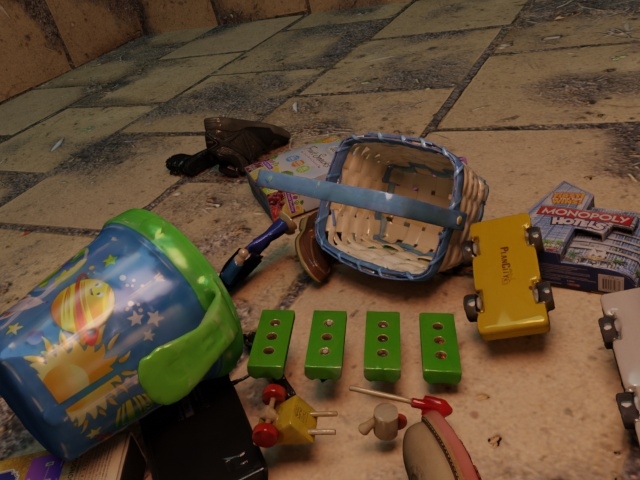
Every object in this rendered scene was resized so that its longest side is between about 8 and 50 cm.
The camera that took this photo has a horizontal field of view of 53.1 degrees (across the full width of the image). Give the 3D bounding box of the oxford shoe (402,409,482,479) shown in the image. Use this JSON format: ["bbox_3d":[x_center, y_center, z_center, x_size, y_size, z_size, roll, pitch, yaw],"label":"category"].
[{"bbox_3d":[0.085,0.276,0.489,0.130,0.123,0.348,-17,28,8],"label":"oxford shoe"}]

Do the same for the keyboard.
[{"bbox_3d":[-0.128,0.196,0.808,0.201,0.033,0.317,-23,32,-12],"label":"keyboard"}]

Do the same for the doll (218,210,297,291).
[{"bbox_3d":[-0.118,0.032,1.013,0.189,0.046,0.129,-46,-3,-14],"label":"doll"}]

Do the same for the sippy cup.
[{"bbox_3d":[-0.246,0.115,0.730,0.240,0.305,0.224,46,54,8],"label":"sippy cup"}]

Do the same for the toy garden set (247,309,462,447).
[{"bbox_3d":[0.038,0.163,0.742,0.244,0.049,0.204,1,31,6],"label":"toy garden set"}]

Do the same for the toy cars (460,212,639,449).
[{"bbox_3d":[0.294,0.099,0.728,0.176,0.087,0.394,-39,39,-11],"label":"toy cars"}]

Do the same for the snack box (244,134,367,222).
[{"bbox_3d":[-0.027,-0.126,1.264,0.207,0.070,0.174,-20,30,-13],"label":"snack box"}]

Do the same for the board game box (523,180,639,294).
[{"bbox_3d":[0.366,-0.012,0.903,0.194,0.060,0.194,9,38,35],"label":"board game box"}]

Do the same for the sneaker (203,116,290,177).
[{"bbox_3d":[-0.167,-0.211,1.469,0.087,0.130,0.227,9,10,43],"label":"sneaker"}]

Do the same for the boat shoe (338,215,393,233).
[{"bbox_3d":[0.067,-0.044,1.112,0.125,0.038,0.046,-12,30,5],"label":"boat shoe"}]

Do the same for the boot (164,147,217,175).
[{"bbox_3d":[-0.304,-0.193,1.531,0.099,0.045,0.121,13,41,44],"label":"boot"}]

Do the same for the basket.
[{"bbox_3d":[0.089,-0.050,0.895,0.255,0.201,0.289,18,3,44],"label":"basket"}]

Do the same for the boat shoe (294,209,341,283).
[{"bbox_3d":[0.000,0.000,1.027,0.060,0.064,0.178,-33,24,19],"label":"boat shoe"}]

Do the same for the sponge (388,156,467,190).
[{"bbox_3d":[0.147,-0.109,1.144,0.210,0.031,0.117,-19,14,-18],"label":"sponge"}]

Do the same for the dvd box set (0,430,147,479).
[{"bbox_3d":[-0.398,0.362,0.620,0.420,0.062,0.307,-14,30,1],"label":"dvd box set"}]
